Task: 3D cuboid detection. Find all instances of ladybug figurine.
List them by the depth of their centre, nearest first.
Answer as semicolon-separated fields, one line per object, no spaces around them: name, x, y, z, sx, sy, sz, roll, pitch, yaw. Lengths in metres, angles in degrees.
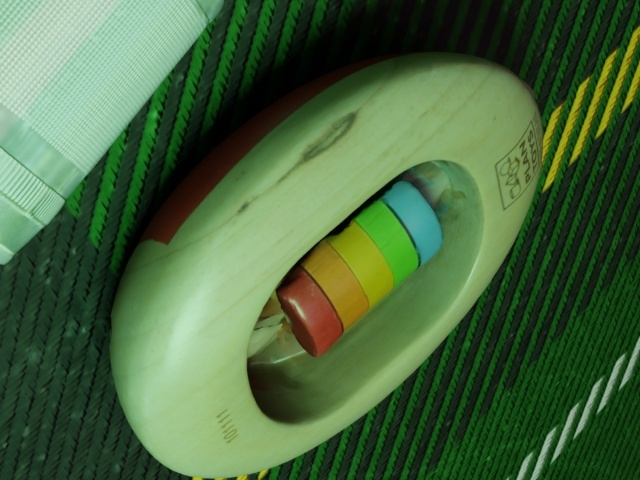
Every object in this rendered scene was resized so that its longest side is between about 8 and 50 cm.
ladybug figurine;0.000;0.000;1.368;0.449;0.162;0.305;-38;138;-20

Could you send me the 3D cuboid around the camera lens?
camera lens;-0.209;-0.132;1.009;0.274;0.219;0.219;-52;142;-5
